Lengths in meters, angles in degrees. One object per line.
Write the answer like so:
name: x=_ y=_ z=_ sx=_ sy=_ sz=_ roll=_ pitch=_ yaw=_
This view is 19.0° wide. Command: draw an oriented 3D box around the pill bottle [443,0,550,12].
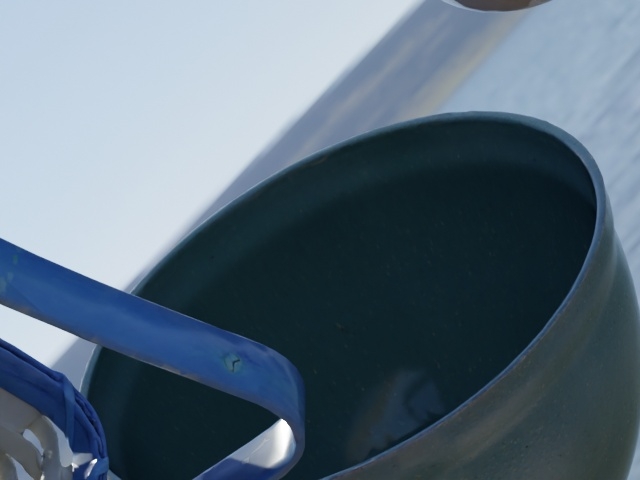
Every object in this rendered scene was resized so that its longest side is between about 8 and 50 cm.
pill bottle: x=0.046 y=-0.192 z=0.790 sx=0.153 sy=0.153 sz=0.264 roll=-47 pitch=-22 yaw=6

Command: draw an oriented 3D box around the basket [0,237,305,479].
basket: x=-0.182 y=0.082 z=0.688 sx=0.289 sy=0.254 sz=0.201 roll=-38 pitch=35 yaw=39

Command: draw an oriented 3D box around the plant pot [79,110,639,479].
plant pot: x=0.047 y=0.098 z=1.005 sx=0.293 sy=0.196 sz=0.293 roll=-22 pitch=30 yaw=13
